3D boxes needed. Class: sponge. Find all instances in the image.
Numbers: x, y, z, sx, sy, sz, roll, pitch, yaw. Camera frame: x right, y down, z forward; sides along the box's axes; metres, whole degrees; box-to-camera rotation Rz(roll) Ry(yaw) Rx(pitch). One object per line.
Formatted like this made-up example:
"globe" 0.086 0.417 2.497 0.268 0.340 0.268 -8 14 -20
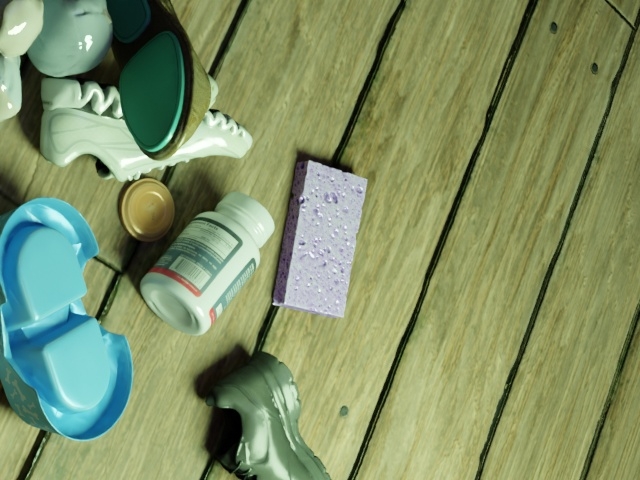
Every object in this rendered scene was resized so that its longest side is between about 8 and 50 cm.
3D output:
"sponge" 0.000 0.000 2.036 0.117 0.031 0.210 17 79 -40

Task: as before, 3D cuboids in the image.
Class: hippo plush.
"hippo plush" -0.378 -0.253 1.634 0.294 0.234 0.236 47 28 17

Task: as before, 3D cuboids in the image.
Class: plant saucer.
"plant saucer" -0.224 -0.039 1.853 0.083 0.013 0.083 -1 91 -41

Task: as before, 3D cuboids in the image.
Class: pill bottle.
"pill bottle" -0.142 0.026 1.862 0.180 0.108 0.108 -51 121 -29

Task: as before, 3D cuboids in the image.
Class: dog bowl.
"dog bowl" -0.327 0.096 1.705 0.166 0.074 0.297 -33 112 -52

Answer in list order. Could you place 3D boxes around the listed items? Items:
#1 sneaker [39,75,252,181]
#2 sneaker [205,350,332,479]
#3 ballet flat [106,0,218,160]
"sneaker" -0.224 -0.129 1.804 0.292 0.110 0.118 9 92 -32
"sneaker" -0.073 0.301 1.938 0.130 0.109 0.286 -26 97 -31
"ballet flat" -0.193 -0.218 1.732 0.124 0.116 0.342 28 28 -49
